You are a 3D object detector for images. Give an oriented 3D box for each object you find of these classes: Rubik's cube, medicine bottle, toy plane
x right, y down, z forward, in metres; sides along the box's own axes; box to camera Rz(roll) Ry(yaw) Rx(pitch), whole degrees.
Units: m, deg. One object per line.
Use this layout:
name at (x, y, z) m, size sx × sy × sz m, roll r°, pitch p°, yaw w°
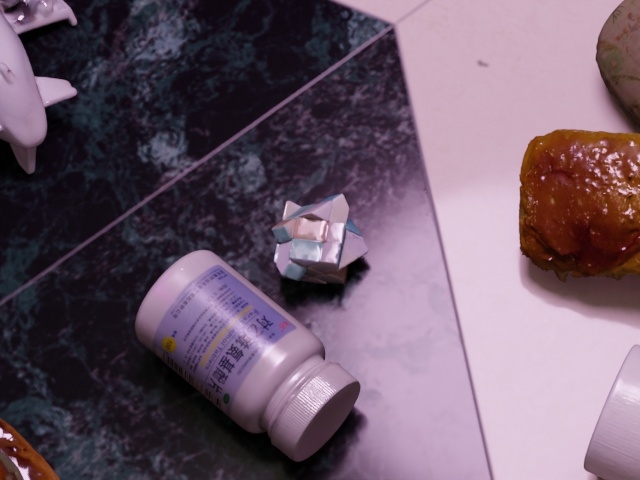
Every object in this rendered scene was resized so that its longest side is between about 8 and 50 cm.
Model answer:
Rubik's cube at (-0.002, -0.002, 1.733) m, size 0.084 × 0.073 × 0.075 m, roll -10°, pitch 68°, yaw 4°
medicine bottle at (0.345, 0.180, 1.588) m, size 0.237 × 0.139 × 0.139 m, roll 23°, pitch 72°, yaw 12°
toy plane at (-0.336, -0.171, 1.819) m, size 0.244 × 0.117 × 0.245 m, roll 3°, pitch 55°, yaw -5°
medicine bottle at (-0.063, 0.100, 1.681) m, size 0.186 × 0.103 × 0.103 m, roll 39°, pitch 77°, yaw 19°

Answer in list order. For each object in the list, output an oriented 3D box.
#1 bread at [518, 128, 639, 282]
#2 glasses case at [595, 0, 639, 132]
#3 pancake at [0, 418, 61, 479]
bread at (0.298, -0.027, 1.654) m, size 0.271 × 0.077 × 0.139 m, roll 4°, pitch 95°, yaw 30°
glasses case at (0.405, -0.062, 1.700) m, size 0.156 × 0.098 × 0.425 m, roll -36°, pitch 68°, yaw 3°
pancake at (-0.317, 0.270, 1.642) m, size 0.244 × 0.057 × 0.266 m, roll -12°, pitch 65°, yaw -14°
